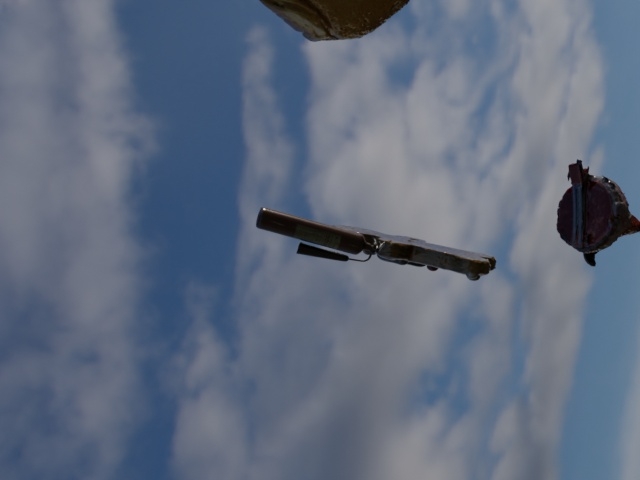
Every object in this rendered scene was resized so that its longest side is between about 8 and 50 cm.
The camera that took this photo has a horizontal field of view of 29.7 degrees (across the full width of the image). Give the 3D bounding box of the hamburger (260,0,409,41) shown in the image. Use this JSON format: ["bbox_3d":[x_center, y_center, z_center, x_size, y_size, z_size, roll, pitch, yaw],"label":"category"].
[{"bbox_3d":[0.032,-0.479,2.002,0.304,0.284,0.174,33,-151,-54],"label":"hamburger"}]

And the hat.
[{"bbox_3d":[0.486,-0.041,2.001,0.227,0.129,0.140,9,-121,-42],"label":"hat"}]

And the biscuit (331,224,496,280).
[{"bbox_3d":[0.160,0.021,2.130,0.197,0.301,0.049,2,-79,-73],"label":"biscuit"}]

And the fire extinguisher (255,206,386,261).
[{"bbox_3d":[0.000,0.000,1.561,0.035,0.173,0.049,169,116,-81],"label":"fire extinguisher"}]
